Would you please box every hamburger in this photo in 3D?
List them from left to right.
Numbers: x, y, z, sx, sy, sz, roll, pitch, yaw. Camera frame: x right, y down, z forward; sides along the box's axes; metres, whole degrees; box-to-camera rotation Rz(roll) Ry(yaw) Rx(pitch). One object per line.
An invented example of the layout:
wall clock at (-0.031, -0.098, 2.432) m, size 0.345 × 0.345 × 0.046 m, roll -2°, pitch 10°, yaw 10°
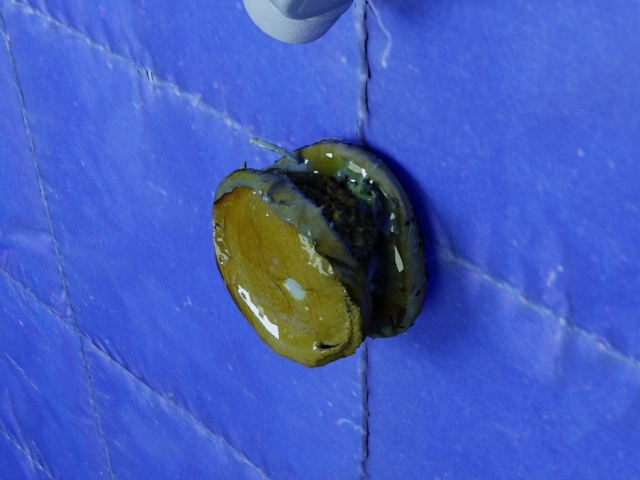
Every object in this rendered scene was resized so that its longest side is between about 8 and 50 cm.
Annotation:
hamburger at (0.000, 0.000, 0.900) m, size 0.185 × 0.113 × 0.177 m, roll 65°, pitch 153°, yaw -2°

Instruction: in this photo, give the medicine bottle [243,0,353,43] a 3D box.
medicine bottle at (0.014, -0.185, 0.683) m, size 0.069 × 0.119 × 0.183 m, roll 53°, pitch 149°, yaw 1°
